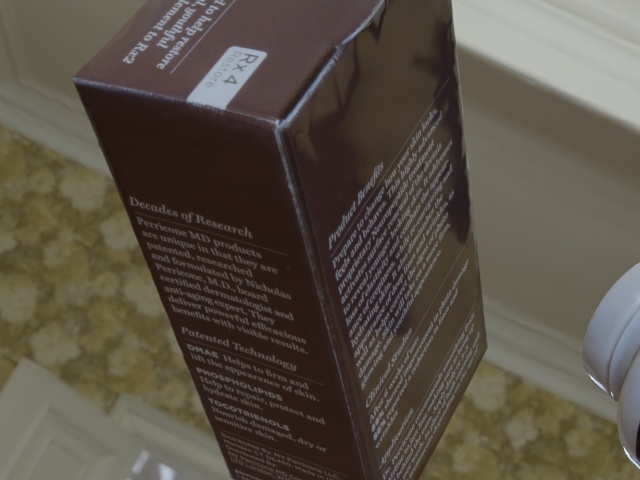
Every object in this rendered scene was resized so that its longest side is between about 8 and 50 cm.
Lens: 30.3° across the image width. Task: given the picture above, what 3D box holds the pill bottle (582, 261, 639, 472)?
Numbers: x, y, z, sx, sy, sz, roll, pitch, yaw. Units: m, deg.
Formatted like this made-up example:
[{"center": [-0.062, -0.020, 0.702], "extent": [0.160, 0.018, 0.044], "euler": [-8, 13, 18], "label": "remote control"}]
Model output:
[{"center": [0.327, 0.136, 0.782], "extent": [0.323, 0.181, 0.181], "euler": [43, -6, 47], "label": "pill bottle"}]

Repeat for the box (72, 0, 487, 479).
[{"center": [0.000, 0.000, 0.754], "extent": [0.143, 0.191, 0.381], "euler": [16, -39, 25], "label": "box"}]
